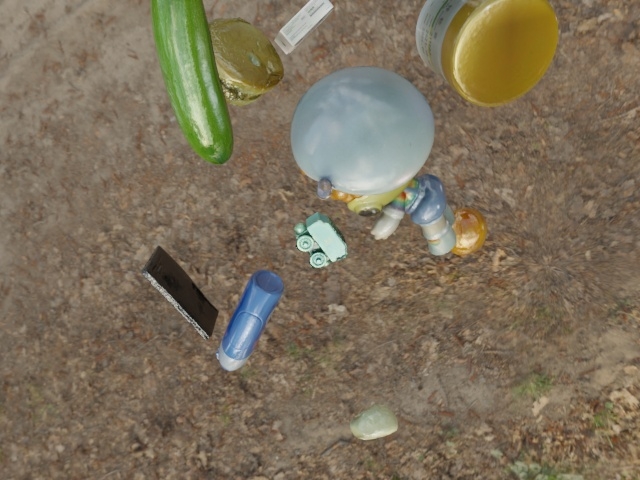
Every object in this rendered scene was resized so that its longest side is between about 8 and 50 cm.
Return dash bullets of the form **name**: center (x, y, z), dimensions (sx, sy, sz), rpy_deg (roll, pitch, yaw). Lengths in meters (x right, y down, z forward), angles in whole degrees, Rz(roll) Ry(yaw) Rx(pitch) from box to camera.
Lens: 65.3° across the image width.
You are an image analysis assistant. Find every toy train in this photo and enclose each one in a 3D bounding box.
- **toy train**: center (0.000, 0.000, 1.882), dimensions (0.163, 0.112, 0.203), rpy_deg (-34, 114, 9)

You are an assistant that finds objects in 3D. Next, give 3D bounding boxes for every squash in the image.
- **squash**: center (-0.188, -0.243, 0.724), dimensions (0.082, 0.082, 0.292), rpy_deg (8, 126, 25)

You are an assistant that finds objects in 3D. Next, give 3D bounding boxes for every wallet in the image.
- **wallet**: center (-0.339, 0.129, 1.243), dimensions (0.025, 0.124, 0.244), rpy_deg (-29, 115, 15)

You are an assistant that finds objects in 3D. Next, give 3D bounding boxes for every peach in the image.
- **peach**: center (0.401, -0.023, 1.396), dimensions (0.138, 0.138, 0.138), rpy_deg (-1, 87, 24)

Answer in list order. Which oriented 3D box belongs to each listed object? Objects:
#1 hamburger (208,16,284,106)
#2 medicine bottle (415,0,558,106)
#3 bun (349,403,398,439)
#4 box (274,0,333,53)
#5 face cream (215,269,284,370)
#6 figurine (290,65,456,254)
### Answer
- **hamburger**: center (-0.191, -0.382, 1.093), dimensions (0.189, 0.215, 0.122), rpy_deg (46, 133, -13)
- **medicine bottle**: center (0.359, -0.452, 1.117), dimensions (0.238, 0.238, 0.232), rpy_deg (-43, 35, 17)
- **bun**: center (0.183, 0.631, 1.741), dimensions (0.164, 0.188, 0.111), rpy_deg (-11, 68, -13)
- **box**: center (-0.042, -0.513, 1.188), dimensions (0.130, 0.129, 0.051), rpy_deg (-43, 107, 1)
- **face cream**: center (-0.174, 0.200, 1.181), dimensions (0.083, 0.149, 0.264), rpy_deg (26, 113, -3)
- **figurine**: center (0.128, -0.127, 0.829), dimensions (0.205, 0.382, 0.224), rpy_deg (-20, 60, 35)
